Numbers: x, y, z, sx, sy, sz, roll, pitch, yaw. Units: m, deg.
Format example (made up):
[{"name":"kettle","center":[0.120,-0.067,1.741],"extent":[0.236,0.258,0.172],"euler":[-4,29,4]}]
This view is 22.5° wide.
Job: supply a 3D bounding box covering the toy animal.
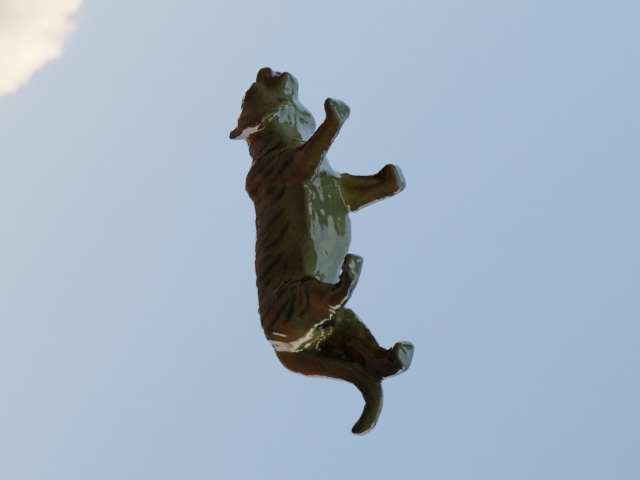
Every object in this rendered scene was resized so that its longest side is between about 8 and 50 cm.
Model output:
[{"name":"toy animal","center":[0.000,0.000,0.931],"extent":[0.099,0.056,0.241],"euler":[-27,-118,43]}]
